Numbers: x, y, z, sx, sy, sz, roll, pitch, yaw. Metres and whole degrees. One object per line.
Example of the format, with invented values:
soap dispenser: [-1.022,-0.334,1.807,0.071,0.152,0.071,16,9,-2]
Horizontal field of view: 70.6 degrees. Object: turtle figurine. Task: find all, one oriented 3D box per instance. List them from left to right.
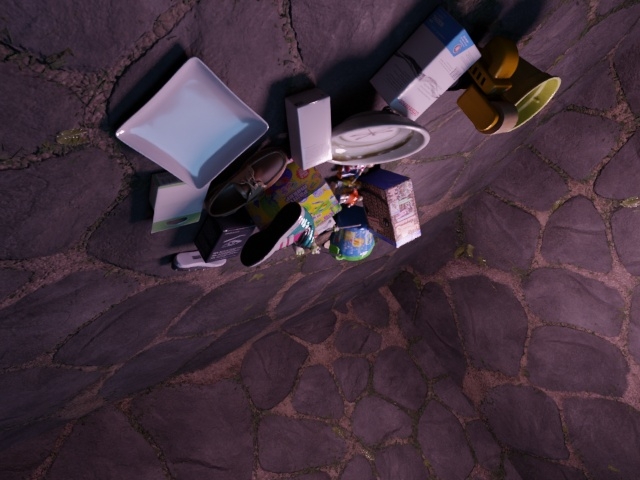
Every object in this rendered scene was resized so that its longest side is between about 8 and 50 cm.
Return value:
turtle figurine: [0.000,0.000,2.124,0.275,0.197,0.266,20,153,-20]

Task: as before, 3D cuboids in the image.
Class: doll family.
doll family: [0.136,-0.273,1.921,0.163,0.118,0.262,-11,132,-35]

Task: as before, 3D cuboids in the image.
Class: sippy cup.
sippy cup: [0.165,-0.053,2.296,0.240,0.305,0.224,2,144,1]

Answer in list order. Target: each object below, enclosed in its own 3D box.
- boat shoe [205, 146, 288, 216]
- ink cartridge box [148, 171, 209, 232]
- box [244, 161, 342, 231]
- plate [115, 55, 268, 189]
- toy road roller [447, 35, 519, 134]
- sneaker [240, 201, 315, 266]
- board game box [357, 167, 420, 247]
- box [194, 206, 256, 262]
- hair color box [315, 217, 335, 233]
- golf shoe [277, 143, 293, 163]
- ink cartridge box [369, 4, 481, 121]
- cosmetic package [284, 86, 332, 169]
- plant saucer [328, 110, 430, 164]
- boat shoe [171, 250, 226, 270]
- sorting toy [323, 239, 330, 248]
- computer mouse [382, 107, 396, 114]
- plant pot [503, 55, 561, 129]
boat shoe: [-0.237,-0.177,1.464,0.324,0.123,0.116,-38,-157,10]
ink cartridge box: [-0.446,-0.127,1.413,0.171,0.056,0.235,-18,158,-35]
box: [-0.106,-0.145,1.708,0.290,0.177,0.279,-34,160,2]
plate: [-0.319,-0.289,1.151,0.277,0.045,0.278,-39,138,13]
toy road roller: [0.612,-0.565,1.612,0.203,0.329,0.240,-20,163,-43]
sneaker: [-0.131,-0.003,1.588,0.295,0.123,0.178,-41,148,16]
board game box: [0.311,-0.153,2.061,0.141,0.232,0.290,-26,119,-18]
box: [-0.360,-0.025,1.699,0.153,0.108,0.207,-12,151,-44]
hair color box: [-0.018,-0.120,1.941,0.093,0.053,0.167,-33,116,-2]
golf shoe: [-0.093,-0.296,1.542,0.186,0.067,0.086,-31,160,-8]
ink cartridge box: [0.347,-0.569,1.496,0.307,0.129,0.223,-43,158,24]
cosmetic package: [-0.034,-0.345,1.410,0.117,0.085,0.231,-25,139,-20]
plant saucer: [0.179,-0.372,1.605,0.401,0.100,0.400,-5,172,-1]
boat shoe: [-0.490,0.089,1.811,0.229,0.080,0.076,-7,153,-49]
sorting toy: [0.136,-0.018,2.568,0.208,0.038,0.193,-41,159,18]
computer mouse: [0.371,-0.528,1.727,0.262,0.060,0.184,-40,158,18]
plant pot: [0.756,-0.624,1.811,0.276,0.253,0.276,-28,160,-12]
